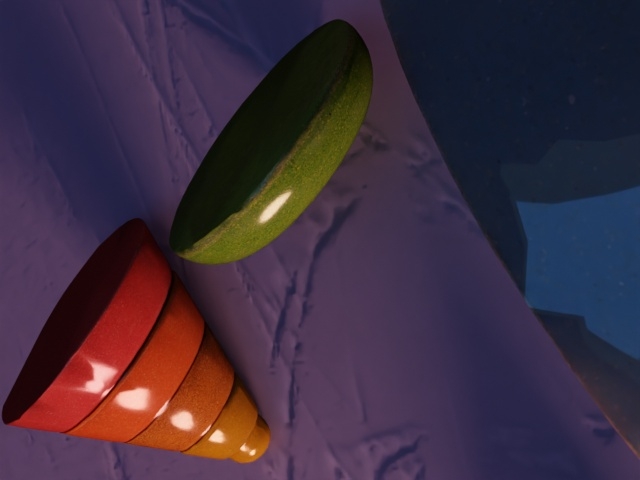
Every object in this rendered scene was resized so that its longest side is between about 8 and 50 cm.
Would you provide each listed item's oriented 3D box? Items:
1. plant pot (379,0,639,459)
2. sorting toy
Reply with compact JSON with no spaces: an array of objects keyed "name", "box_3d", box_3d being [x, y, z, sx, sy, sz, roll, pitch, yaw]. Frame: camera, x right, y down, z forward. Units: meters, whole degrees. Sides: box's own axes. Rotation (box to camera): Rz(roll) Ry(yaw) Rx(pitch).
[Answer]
[{"name":"plant pot","box_3d":[0.183,-0.053,0.450,0.195,0.290,0.290,-36,84,26]},{"name":"sorting toy","box_3d":[0.000,0.000,0.700,0.126,0.127,0.365,37,123,-17]}]
